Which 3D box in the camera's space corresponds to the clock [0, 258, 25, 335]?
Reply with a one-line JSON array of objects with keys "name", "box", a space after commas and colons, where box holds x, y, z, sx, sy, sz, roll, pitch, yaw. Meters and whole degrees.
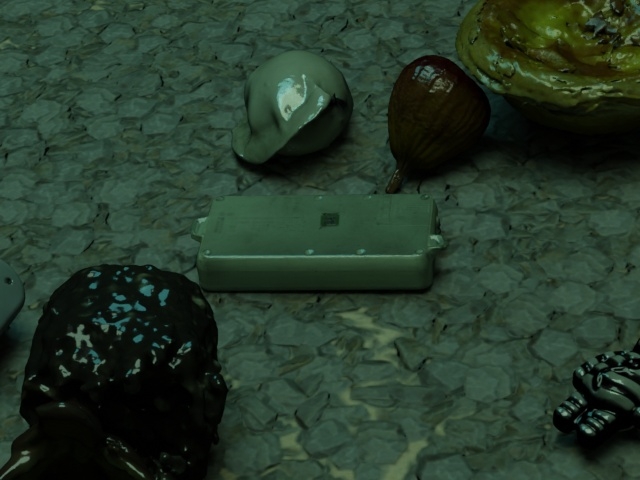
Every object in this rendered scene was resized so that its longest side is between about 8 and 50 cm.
[{"name": "clock", "box": [-0.427, 0.051, 1.553, 0.248, 0.090, 0.227, 40, 45, -8]}]

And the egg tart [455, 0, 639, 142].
[{"name": "egg tart", "box": [0.294, -0.198, 1.823, 0.290, 0.115, 0.290, 1, 37, 0]}]

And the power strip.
[{"name": "power strip", "box": [0.000, 0.000, 1.687, 0.270, 0.046, 0.118, -1, 37, 9]}]

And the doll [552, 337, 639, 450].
[{"name": "doll", "box": [0.303, 0.116, 1.489, 0.219, 0.067, 0.091, -36, 45, -23]}]

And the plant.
[{"name": "plant", "box": [-0.178, 0.138, 1.438, 0.204, 0.178, 0.234, 0, 34, 6]}]

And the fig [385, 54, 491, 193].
[{"name": "fig", "box": [0.115, -0.128, 1.803, 0.153, 0.119, 0.119, -51, 40, 15]}]

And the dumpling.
[{"name": "dumpling", "box": [-0.039, -0.152, 1.854, 0.150, 0.092, 0.176, -23, 45, 1]}]
